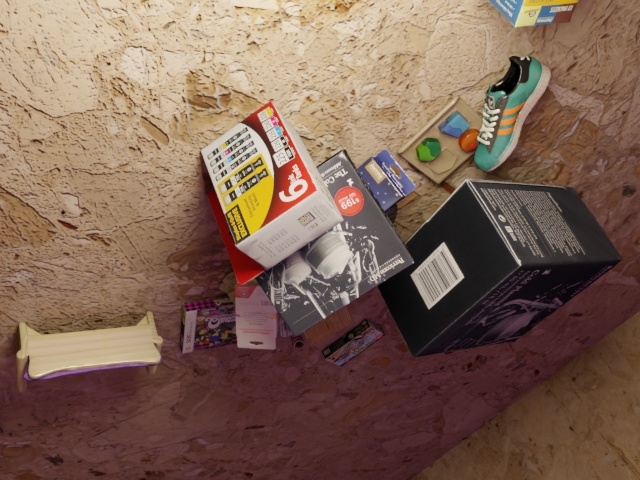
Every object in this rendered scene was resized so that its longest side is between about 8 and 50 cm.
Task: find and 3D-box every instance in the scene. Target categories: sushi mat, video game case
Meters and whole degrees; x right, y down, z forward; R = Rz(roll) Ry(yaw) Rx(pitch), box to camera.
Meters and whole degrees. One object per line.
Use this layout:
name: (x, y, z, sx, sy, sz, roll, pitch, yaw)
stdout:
sushi mat: (-0.006, 0.189, 1.853, 0.151, 0.019, 0.316, -27, 139, -3)
video game case: (-0.298, 0.244, 1.940, 0.232, 0.042, 0.210, -7, 139, -23)

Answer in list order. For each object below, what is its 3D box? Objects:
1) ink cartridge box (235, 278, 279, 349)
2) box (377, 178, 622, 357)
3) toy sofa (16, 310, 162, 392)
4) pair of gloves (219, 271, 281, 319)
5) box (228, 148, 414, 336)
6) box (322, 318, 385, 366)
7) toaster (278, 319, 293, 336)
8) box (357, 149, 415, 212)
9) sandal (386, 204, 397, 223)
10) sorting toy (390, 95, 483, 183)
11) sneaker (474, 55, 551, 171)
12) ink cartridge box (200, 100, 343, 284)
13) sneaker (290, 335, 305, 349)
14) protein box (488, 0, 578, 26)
ink cartridge box: (-0.173, 0.199, 1.792, 0.115, 0.067, 0.198, 4, 113, 2)
box: (0.506, 0.084, 1.909, 0.471, 0.297, 0.480, -2, 145, -37)
toy sofa: (-0.613, 0.314, 1.735, 0.362, 0.177, 0.150, -3, 136, -28)
pair of gloves: (-0.147, 0.111, 1.811, 0.204, 0.042, 0.240, 35, 112, -12)
box: (0.000, 0.000, 1.590, 0.343, 0.179, 0.312, -33, 97, 8)
box: (0.118, 0.366, 2.317, 0.207, 0.036, 0.114, -39, 140, 15)
toaster: (-0.065, 0.200, 1.954, 0.146, 0.129, 0.227, -13, 139, -11)
box: (0.120, -0.118, 1.690, 0.225, 0.136, 0.036, -41, 168, 16)
sandal: (0.101, -0.032, 1.826, 0.120, 0.086, 0.303, -3, 151, -35)
sorting toy: (0.309, -0.225, 1.747, 0.307, 0.041, 0.229, -43, 139, 20)
sneaker: (0.455, -0.326, 1.656, 0.121, 0.108, 0.302, 16, 110, -27)
ink cartridge box: (-0.139, -0.103, 1.417, 0.272, 0.309, 0.130, -34, 141, 9)
sneaker: (-0.073, 0.342, 2.158, 0.042, 0.067, 0.118, -23, 142, -3)
protein box: (0.423, -0.569, 1.292, 0.136, 0.200, 0.201, -11, 140, -18)
